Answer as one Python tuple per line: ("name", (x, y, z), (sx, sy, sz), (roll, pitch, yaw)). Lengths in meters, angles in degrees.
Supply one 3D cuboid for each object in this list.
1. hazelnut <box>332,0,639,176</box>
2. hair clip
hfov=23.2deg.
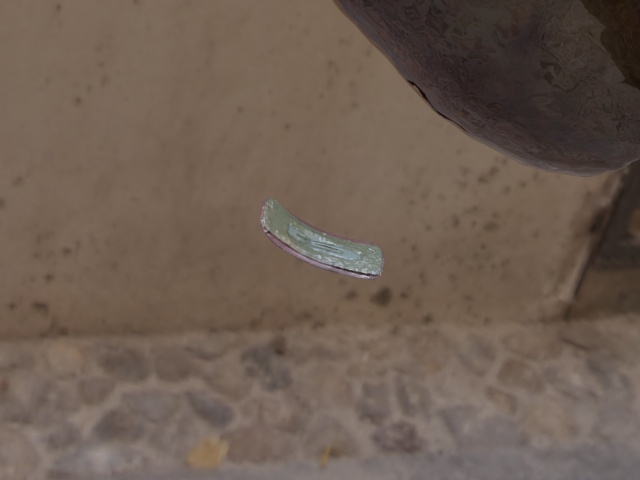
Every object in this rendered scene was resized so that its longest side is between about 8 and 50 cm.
("hazelnut", (0.164, -0.230, 1.044), (0.409, 0.359, 0.359), (47, 36, -3))
("hair clip", (0.000, 0.001, 1.534), (0.137, 0.022, 0.054), (23, 39, -16))
